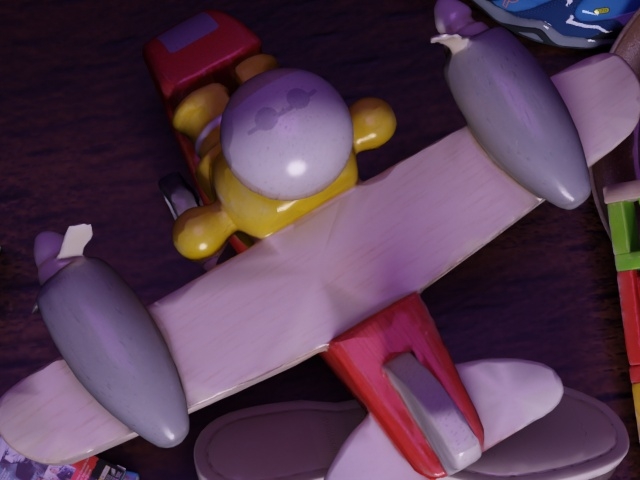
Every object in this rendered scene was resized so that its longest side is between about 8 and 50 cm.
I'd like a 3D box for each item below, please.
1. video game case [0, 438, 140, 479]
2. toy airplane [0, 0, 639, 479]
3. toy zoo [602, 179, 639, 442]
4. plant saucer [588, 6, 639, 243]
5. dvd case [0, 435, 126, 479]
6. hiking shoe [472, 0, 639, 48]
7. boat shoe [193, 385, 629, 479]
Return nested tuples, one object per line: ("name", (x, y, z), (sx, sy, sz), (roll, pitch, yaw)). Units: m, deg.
("video game case", (-0.217, 0.246, 1.120), (0.119, 0.015, 0.166), (14, 78, 1))
("toy airplane", (0.000, 0.000, 1.001), (0.384, 0.272, 0.386), (10, 61, 15))
("toy zoo", (0.327, 0.086, 1.102), (0.192, 0.030, 0.293), (-10, 84, 32))
("plant saucer", (0.360, -0.078, 1.128), (0.311, 0.050, 0.310), (1, 91, 34))
("dvd case", (-0.221, 0.188, 1.118), (0.119, 0.013, 0.087), (26, 78, 3))
("hiking shoe", (0.160, -0.240, 1.180), (0.304, 0.132, 0.113), (16, 78, 1))
("boat shoe", (0.069, 0.179, 1.105), (0.324, 0.096, 0.116), (-5, 38, -7))
